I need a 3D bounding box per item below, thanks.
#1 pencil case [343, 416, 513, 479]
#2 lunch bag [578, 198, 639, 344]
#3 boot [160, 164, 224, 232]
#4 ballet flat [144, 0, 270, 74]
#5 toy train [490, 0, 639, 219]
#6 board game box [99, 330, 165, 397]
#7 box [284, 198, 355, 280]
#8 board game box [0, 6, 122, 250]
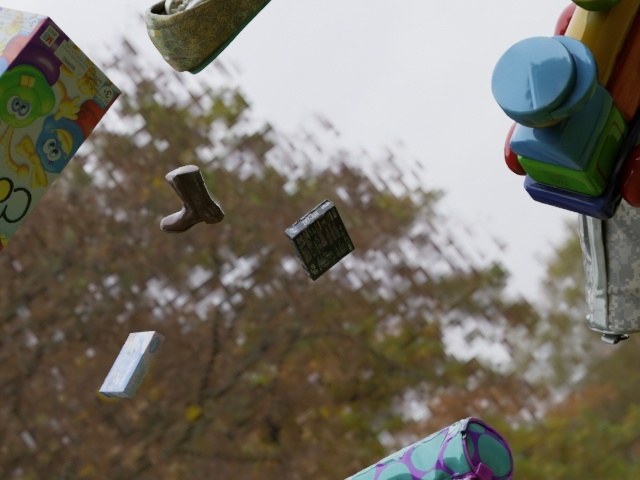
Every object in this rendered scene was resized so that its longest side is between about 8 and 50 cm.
[{"bbox_3d":[0.087,0.205,1.432,0.152,0.064,0.070,-32,14,31],"label":"pencil case"},{"bbox_3d":[0.465,-0.029,2.289,0.256,0.305,0.212,-12,11,-31],"label":"lunch bag"},{"bbox_3d":[-0.208,-0.063,2.475,0.106,0.037,0.114,-14,-42,16],"label":"boot"},{"bbox_3d":[-0.073,-0.349,2.065,0.348,0.123,0.123,-41,-20,3],"label":"ballet flat"},{"bbox_3d":[0.188,-0.151,1.070,0.248,0.105,0.143,-65,-30,-12],"label":"toy train"},{"bbox_3d":[-0.246,0.162,2.195,0.090,0.020,0.090,-9,50,61],"label":"board game box"},{"bbox_3d":[0.000,0.000,2.027,0.067,0.018,0.083,-38,-44,-11],"label":"box"},{"bbox_3d":[-0.391,-0.121,1.966,0.275,0.144,0.142,-55,-51,-15],"label":"board game box"}]
